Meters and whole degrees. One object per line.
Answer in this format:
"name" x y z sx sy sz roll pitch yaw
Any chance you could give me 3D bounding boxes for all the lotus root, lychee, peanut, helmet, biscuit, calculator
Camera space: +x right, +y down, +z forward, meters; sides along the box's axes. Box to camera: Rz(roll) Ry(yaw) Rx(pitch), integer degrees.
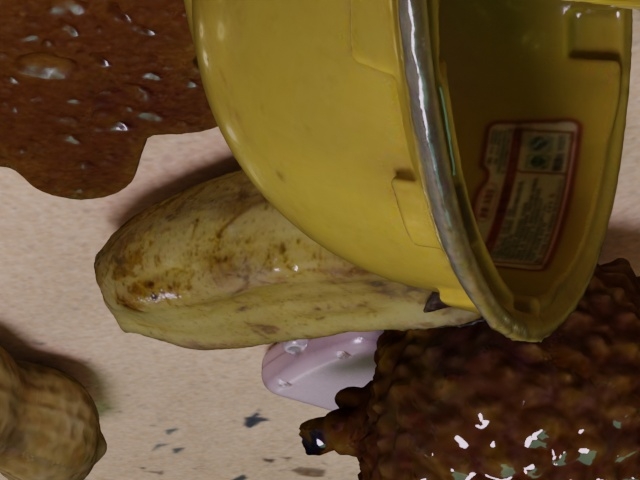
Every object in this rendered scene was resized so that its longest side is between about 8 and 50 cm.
"lotus root" 0.000 0.000 0.857 0.258 0.097 0.110 -7 146 24
"lychee" 0.104 0.100 0.954 0.238 0.200 0.200 -2 154 12
"peanut" -0.196 0.107 1.051 0.089 0.089 0.193 -17 149 25
"helmet" 0.020 -0.084 0.618 0.140 0.205 0.257 3 138 27
"biscuit" -0.108 -0.090 0.723 0.180 0.039 0.236 10 149 -21
"calculator" 0.043 0.083 1.087 0.175 0.032 0.100 21 144 -39

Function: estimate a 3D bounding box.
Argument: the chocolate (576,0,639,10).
"chocolate" 0.092 -0.118 0.444 0.162 0.162 0.445 -18 173 26
